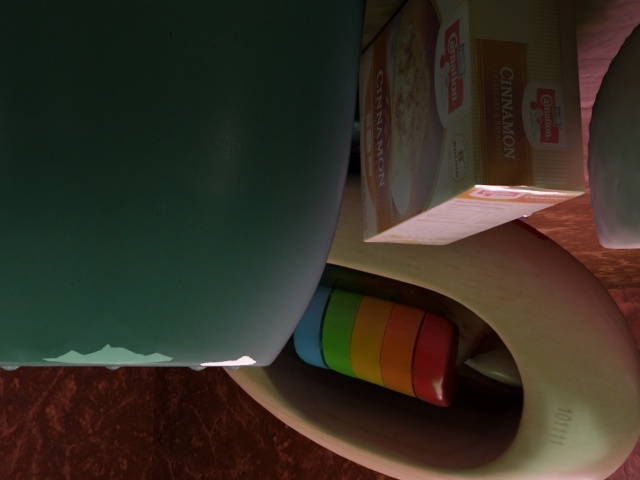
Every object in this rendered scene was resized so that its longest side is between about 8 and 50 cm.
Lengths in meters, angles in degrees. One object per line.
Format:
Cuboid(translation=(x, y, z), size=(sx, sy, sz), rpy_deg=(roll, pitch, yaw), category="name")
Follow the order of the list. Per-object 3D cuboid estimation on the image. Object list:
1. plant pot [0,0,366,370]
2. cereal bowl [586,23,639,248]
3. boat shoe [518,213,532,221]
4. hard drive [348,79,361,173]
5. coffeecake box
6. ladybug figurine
Cuboid(translation=(-0.117, -0.043, 0.470), size=(0.293, 0.235, 0.293), rpy_deg=(0, 170, 0), category="plant pot")
Cuboid(translation=(0.282, -0.092, 0.347), size=(0.339, 0.141, 0.339), rpy_deg=(-11, 180, 0), category="cereal bowl")
Cuboid(translation=(0.178, -0.045, 0.842), size=(0.091, 0.114, 0.302), rpy_deg=(5, 172, 4), category="boat shoe")
Cuboid(translation=(-0.001, -0.090, 0.746), size=(0.172, 0.054, 0.255), rpy_deg=(6, 169, -30), category="hard drive")
Cuboid(translation=(0.084, -0.081, 0.516), size=(0.068, 0.142, 0.185), rpy_deg=(2, 170, -15), category="coffeecake box")
Cuboid(translation=(0.073, 0.069, 0.753), size=(0.449, 0.305, 0.162), rpy_deg=(18, -145, 24), category="ladybug figurine")
